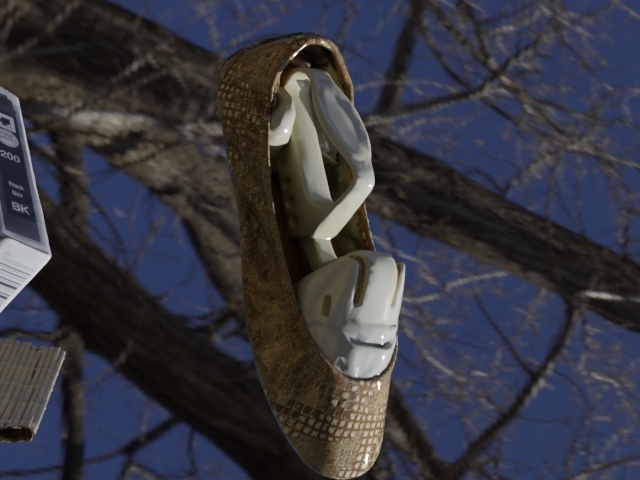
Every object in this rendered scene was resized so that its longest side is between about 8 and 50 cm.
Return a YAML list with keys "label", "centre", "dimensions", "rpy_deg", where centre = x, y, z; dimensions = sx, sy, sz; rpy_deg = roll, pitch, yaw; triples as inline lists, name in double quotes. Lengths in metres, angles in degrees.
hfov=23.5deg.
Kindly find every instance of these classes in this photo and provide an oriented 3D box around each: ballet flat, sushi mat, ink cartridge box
- label: "ballet flat"
  centre: [0.000, 0.000, 0.681]
  dimensions: [0.067, 0.073, 0.206]
  rpy_deg: [-29, -109, 46]
- label: "sushi mat"
  centre: [-0.326, 0.130, 1.442]
  dimensions: [0.316, 0.151, 0.019]
  rpy_deg: [-117, -142, -80]
- label: "ink cartridge box"
  centre: [-0.256, 0.001, 0.956]
  dimensions: [0.206, 0.045, 0.208]
  rpy_deg: [-44, -138, 22]
